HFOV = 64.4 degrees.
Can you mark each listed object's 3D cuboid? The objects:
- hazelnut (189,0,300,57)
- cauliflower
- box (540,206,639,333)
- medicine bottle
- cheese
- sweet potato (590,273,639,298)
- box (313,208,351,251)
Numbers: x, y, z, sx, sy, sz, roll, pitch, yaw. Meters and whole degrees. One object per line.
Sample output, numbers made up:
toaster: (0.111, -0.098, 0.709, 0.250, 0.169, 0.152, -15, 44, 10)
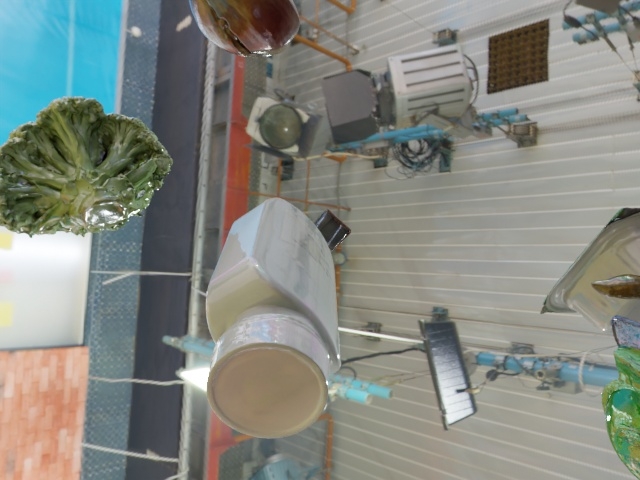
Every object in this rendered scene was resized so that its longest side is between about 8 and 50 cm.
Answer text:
hazelnut: (-0.160, -0.465, 1.031, 0.212, 0.181, 0.181, -3, -79, 36)
cauliflower: (-0.391, -0.096, 0.875, 0.250, 0.272, 0.275, 37, -90, 38)
box: (0.599, 0.077, 0.902, 0.106, 0.337, 0.264, -111, -150, -44)
medicine bottle: (-0.046, 0.070, 0.564, 0.111, 0.161, 0.296, -33, -158, 12)
cheese: (0.477, 0.251, 0.714, 0.204, 0.083, 0.320, 28, -40, 67)
sweet potato: (0.481, 0.072, 0.748, 0.153, 0.041, 0.038, 8, -92, 5)
box: (0.000, 0.000, 0.862, 0.060, 0.063, 0.085, 43, -43, -2)
